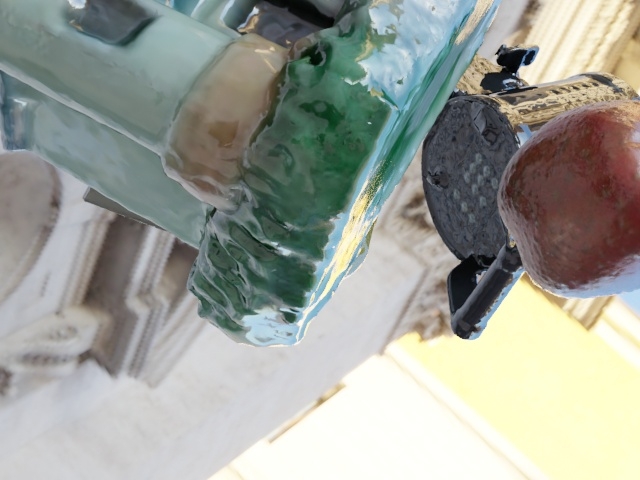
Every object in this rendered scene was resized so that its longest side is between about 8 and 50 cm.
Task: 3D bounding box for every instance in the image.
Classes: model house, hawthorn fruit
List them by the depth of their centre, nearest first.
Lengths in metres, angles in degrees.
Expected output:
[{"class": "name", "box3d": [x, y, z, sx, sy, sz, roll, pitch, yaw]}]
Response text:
[{"class": "model house", "box3d": [-0.083, -0.147, 0.595, 0.325, 0.267, 0.194, 28, -29, 7]}, {"class": "hawthorn fruit", "box3d": [0.230, -0.043, 0.948, 0.162, 0.163, 0.203, 53, -27, 5]}]

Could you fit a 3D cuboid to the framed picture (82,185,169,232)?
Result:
[{"class": "framed picture", "box3d": [-0.056, -0.121, 1.085, 0.281, 0.209, 0.019, -63, -152, 14]}]

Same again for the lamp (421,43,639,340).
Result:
[{"class": "lamp", "box3d": [0.268, -0.077, 1.473, 0.205, 0.272, 0.374, 115, -28, -49]}]

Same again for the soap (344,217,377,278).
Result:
[{"class": "soap", "box3d": [0.000, -0.001, 1.010, 0.089, 0.140, 0.045, -12, -72, 12]}]
